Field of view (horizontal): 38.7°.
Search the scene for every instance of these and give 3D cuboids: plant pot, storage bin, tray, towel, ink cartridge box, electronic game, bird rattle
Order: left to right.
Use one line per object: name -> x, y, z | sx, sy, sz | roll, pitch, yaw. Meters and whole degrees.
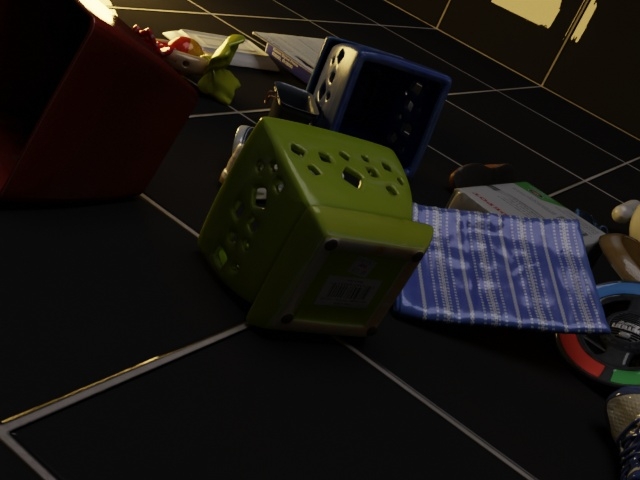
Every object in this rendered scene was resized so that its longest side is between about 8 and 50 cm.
plant pot -> -0.336, -0.204, 1.279 | 0.236, 0.267, 0.267 | 17, 21, -48
bird rattle -> -0.287, -0.365, 1.862 | 0.254, 0.143, 0.207 | 4, 17, -13
tray -> -0.228, -0.455, 2.159 | 0.270, 0.030, 0.145 | -4, 38, -48
storage bin -> -0.069, -0.245, 1.798 | 0.098, 0.091, 0.135 | 17, 24, -17
plant pot -> 0.000, 0.000, 1.208 | 0.228, 0.227, 0.207 | 9, 35, -34
ink cartridge box -> 0.029, -0.399, 2.237 | 0.324, 0.071, 0.330 | 39, 28, 24
plant pot -> 0.092, -0.284, 1.872 | 0.236, 0.235, 0.212 | 9, 23, -31
towel -> 0.269, 0.037, 1.430 | 0.336, 0.040, 0.243 | 5, 45, -6
ink cartridge box -> 0.368, -0.003, 1.676 | 0.211, 0.121, 0.289 | 40, 28, 28
electronic game -> 0.490, 0.149, 1.449 | 0.229, 0.048, 0.229 | -7, 42, 6
plant pot -> 0.599, 0.067, 1.636 | 0.236, 0.032, 0.236 | 33, 27, -19

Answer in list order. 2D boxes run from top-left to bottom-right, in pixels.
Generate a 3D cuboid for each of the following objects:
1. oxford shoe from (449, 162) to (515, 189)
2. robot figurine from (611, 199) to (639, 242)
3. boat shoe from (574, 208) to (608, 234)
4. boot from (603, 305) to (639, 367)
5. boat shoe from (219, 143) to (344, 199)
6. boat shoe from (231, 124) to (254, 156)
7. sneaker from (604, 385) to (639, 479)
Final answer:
oxford shoe -> 0.343, -0.135, 2.022 | 0.076, 0.076, 0.212 | 5, 8, 43
robot figurine -> 0.826, -0.032, 2.084 | 0.300, 0.199, 0.353 | 14, 17, 28
boat shoe -> 0.556, -0.013, 1.905 | 0.089, 0.109, 0.258 | 34, 27, 11
boot -> 0.615, 0.182, 1.570 | 0.207, 0.090, 0.248 | 19, 21, -8
boat shoe -> -0.045, -0.124, 1.562 | 0.098, 0.096, 0.277 | 37, 25, 32
boat shoe -> -0.096, -0.167, 1.605 | 0.083, 0.065, 0.183 | 12, 13, 9
sneaker -> 0.434, 0.285, 1.160 | 0.131, 0.111, 0.296 | 13, 26, -24
